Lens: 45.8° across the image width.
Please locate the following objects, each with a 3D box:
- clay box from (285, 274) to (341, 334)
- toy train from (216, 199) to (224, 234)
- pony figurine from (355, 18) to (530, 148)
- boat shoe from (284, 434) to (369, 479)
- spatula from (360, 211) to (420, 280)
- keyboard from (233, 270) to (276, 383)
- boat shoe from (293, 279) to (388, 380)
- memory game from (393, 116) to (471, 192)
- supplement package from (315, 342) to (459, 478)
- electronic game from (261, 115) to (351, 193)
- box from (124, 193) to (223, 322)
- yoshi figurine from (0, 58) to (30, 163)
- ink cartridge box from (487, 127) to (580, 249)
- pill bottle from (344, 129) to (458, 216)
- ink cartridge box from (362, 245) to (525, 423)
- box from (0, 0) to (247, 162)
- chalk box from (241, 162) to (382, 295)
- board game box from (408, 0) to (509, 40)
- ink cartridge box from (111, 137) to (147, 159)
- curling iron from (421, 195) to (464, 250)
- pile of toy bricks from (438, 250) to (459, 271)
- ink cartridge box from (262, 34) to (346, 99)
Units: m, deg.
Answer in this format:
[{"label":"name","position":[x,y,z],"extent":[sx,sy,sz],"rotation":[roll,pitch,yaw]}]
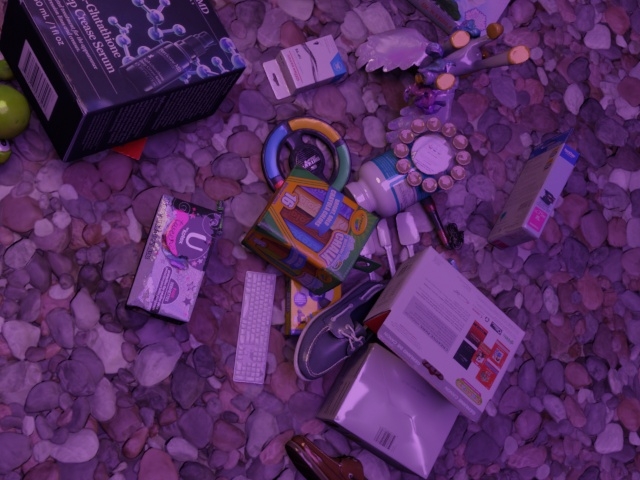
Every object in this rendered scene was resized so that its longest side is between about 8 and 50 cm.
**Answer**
[{"label":"clay box","position":[-0.017,0.114,1.802],"extent":[0.127,0.053,0.222],"rotation":[2,82,-19]},{"label":"toy train","position":[-0.234,-0.055,1.772],"extent":[0.017,0.023,0.083],"rotation":[3,81,-17]},{"label":"pony figurine","position":[0.295,-0.413,1.861],"extent":[0.350,0.363,0.303],"rotation":[-21,96,-4]},{"label":"boat shoe","position":[0.044,0.540,1.740],"extent":[0.104,0.110,0.307],"rotation":[-46,107,-22]},{"label":"spatula","position":[0.182,0.059,1.893],"extent":[0.168,0.019,0.242],"rotation":[-12,86,-20]},{"label":"keyboard","position":[-0.153,0.202,1.766],"extent":[0.072,0.014,0.256],"rotation":[9,79,-17]},{"label":"boat shoe","position":[0.061,0.199,1.732],"extent":[0.319,0.099,0.116],"rotation":[-42,110,-35]},{"label":"memory game","position":[0.262,-0.201,1.779],"extent":[0.186,0.012,0.186],"rotation":[1,80,-3]},{"label":"supplement package","position":[0.159,0.394,1.770],"extent":[0.261,0.145,0.204],"rotation":[34,73,-10]},{"label":"electronic game","position":[-0.033,-0.191,1.844],"extent":[0.229,0.048,0.230],"rotation":[3,81,-18]},{"label":"box","position":[-0.320,0.047,1.655],"extent":[0.142,0.163,0.248],"rotation":[18,77,-13]},{"label":"yoshi figurine","position":[-0.712,-0.343,1.574],"extent":[0.203,0.203,0.362],"rotation":[-25,93,-26]},{"label":"ink cartridge box","position":[0.556,-0.130,1.952],"extent":[0.065,0.186,0.311],"rotation":[31,74,-9]},{"label":"pill bottle","position":[0.193,-0.152,1.848],"extent":[0.264,0.146,0.146],"rotation":[-27,91,-8]},{"label":"ink cartridge box","position":[0.265,0.221,1.703],"extent":[0.309,0.130,0.272],"rotation":[42,58,-7]},{"label":"box","position":[-0.411,-0.385,1.595],"extent":[0.395,0.212,0.294],"rotation":[-27,83,-37]},{"label":"chalk box","position":[0.000,0.000,1.705],"extent":[0.288,0.180,0.179],"rotation":[35,67,-6]},{"label":"board game box","position":[0.375,-0.728,2.043],"extent":[0.318,0.066,0.319],"rotation":[36,73,-10]},{"label":"ink cartridge box","position":[-0.449,-0.294,1.727],"extent":[0.145,0.045,0.180],"rotation":[21,74,-14]},{"label":"curling iron","position":[0.285,-0.094,1.943],"extent":[0.068,0.035,0.274],"rotation":[-29,87,-41]},{"label":"pile of toy bricks","position":[0.312,0.143,1.877],"extent":[0.105,0.118,0.212],"rotation":[-29,102,-4]},{"label":"ink cartridge box","position":[-0.039,-0.426,1.869],"extent":[0.180,0.060,0.104],"rotation":[-23,90,-20]}]
